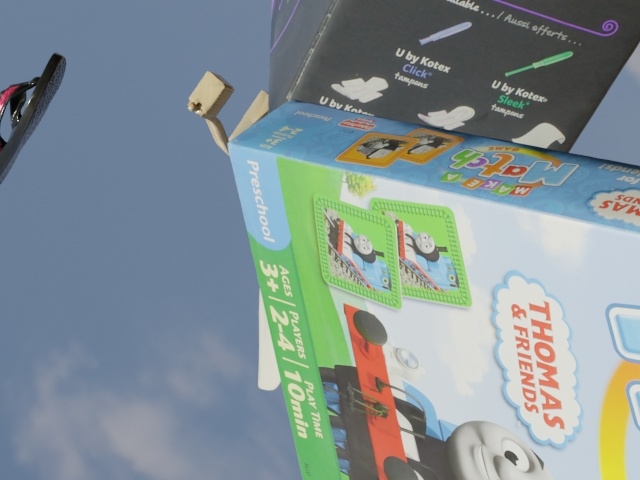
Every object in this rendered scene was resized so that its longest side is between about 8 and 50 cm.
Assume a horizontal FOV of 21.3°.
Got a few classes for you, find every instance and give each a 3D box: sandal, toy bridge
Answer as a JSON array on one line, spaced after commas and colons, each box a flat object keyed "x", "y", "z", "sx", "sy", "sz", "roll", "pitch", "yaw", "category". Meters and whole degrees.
[{"x": -0.279, "y": -0.108, "z": 1.542, "sx": 0.040, "sy": 0.179, "sz": 0.067, "roll": 35, "pitch": -135, "yaw": -5, "category": "sandal"}, {"x": -0.055, "y": -0.096, "z": 1.450, "sx": 0.026, "sy": 0.063, "sz": 0.188, "roll": 44, "pitch": -164, "yaw": 30, "category": "toy bridge"}]

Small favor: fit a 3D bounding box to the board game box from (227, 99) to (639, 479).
[{"x": 0.072, "y": 0.050, "z": 0.512, "sx": 0.039, "sy": 0.211, "sz": 0.160, "roll": -35, "pitch": -55, "yaw": -38, "category": "board game box"}]

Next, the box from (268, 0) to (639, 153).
[{"x": 0.089, "y": -0.177, "z": 0.785, "sx": 0.143, "sy": 0.270, "sz": 0.165, "roll": 16, "pitch": -140, "yaw": -15, "category": "box"}]

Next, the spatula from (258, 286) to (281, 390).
[{"x": 0.000, "y": 0.000, "z": 1.177, "sx": 0.019, "sy": 0.168, "sz": 0.242, "roll": -1, "pitch": -82, "yaw": -26, "category": "spatula"}]
